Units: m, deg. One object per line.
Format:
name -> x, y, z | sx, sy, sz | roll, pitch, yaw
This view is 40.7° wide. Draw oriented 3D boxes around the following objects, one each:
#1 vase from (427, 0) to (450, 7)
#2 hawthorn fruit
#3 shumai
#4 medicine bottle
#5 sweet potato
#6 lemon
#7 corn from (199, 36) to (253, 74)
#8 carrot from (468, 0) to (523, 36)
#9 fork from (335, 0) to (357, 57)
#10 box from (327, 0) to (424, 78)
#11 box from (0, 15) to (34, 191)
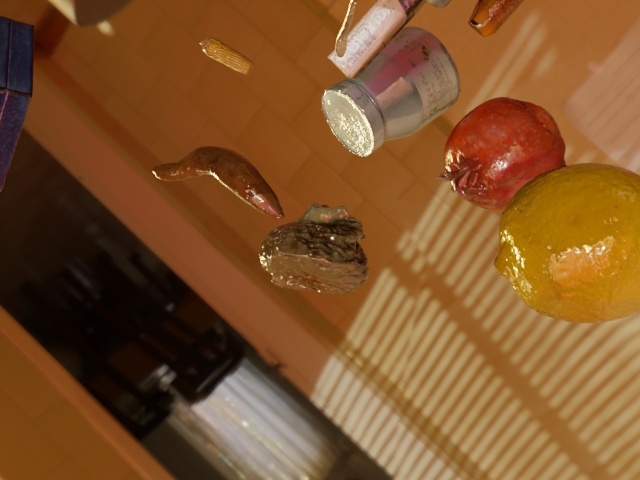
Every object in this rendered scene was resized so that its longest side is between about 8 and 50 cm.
vase -> 0.116, -0.446, 1.381 | 0.096, 0.219, 0.096 | -162, -90, -71
hawthorn fruit -> 0.391, -0.183, 1.961 | 0.307, 0.276, 0.276 | -20, 167, -17
shumai -> -0.001, 0.002, 1.915 | 0.218, 0.255, 0.189 | -63, 145, -32
medicine bottle -> 0.172, -0.366, 2.181 | 0.290, 0.245, 0.245 | -38, 172, -21
sweet potato -> -0.212, -0.141, 1.804 | 0.079, 0.346, 0.108 | 14, 94, -62
lemon -> 0.510, 0.003, 1.656 | 0.336, 0.336, 0.336 | -47, 175, -5
corn -> -0.133, -0.260, 1.212 | 0.027, 0.083, 0.028 | -62, 173, 16
carrot -> 0.396, -0.507, 1.691 | 0.260, 0.070, 0.070 | -44, 176, 6
fork -> 0.047, -0.355, 1.361 | 0.034, 0.028, 0.219 | -25, 161, -19
box -> 0.128, -0.440, 1.738 | 0.259, 0.071, 0.168 | -45, -177, 11
box -> -0.710, -0.299, 1.871 | 0.116, 0.261, 0.279 | 9, 133, -28
